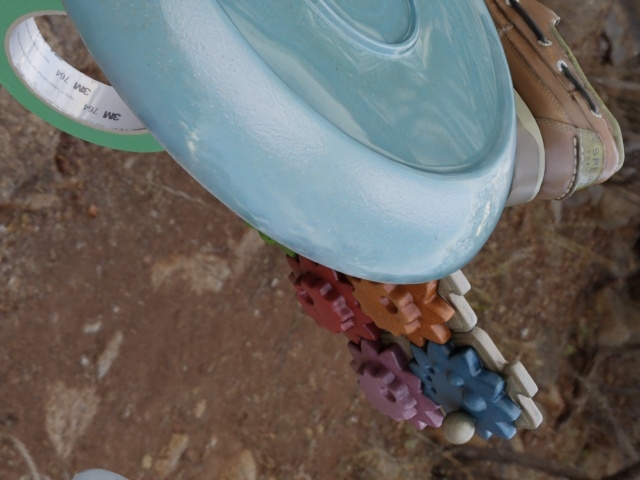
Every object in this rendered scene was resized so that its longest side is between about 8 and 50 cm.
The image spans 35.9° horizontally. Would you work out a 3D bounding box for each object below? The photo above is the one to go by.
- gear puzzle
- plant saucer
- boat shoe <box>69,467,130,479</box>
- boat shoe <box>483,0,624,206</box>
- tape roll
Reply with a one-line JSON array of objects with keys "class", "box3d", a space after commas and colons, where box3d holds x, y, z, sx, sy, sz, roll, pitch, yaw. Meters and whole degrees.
[{"class": "gear puzzle", "box3d": [0.000, 0.000, 0.628, 0.044, 0.339, 0.175, -42, -165, -25]}, {"class": "plant saucer", "box3d": [0.003, -0.130, 0.505, 0.043, 0.318, 0.317, -35, 178, 37]}, {"class": "boat shoe", "box3d": [-0.082, 0.230, 0.581, 0.077, 0.219, 0.070, -6, 130, -57]}, {"class": "boat shoe", "box3d": [0.139, -0.151, 0.806, 0.104, 0.307, 0.111, -10, 146, -14]}, {"class": "tape roll", "box3d": [-0.291, -0.245, 1.314, 0.321, 0.321, 0.077, 83, 19, -58]}]
